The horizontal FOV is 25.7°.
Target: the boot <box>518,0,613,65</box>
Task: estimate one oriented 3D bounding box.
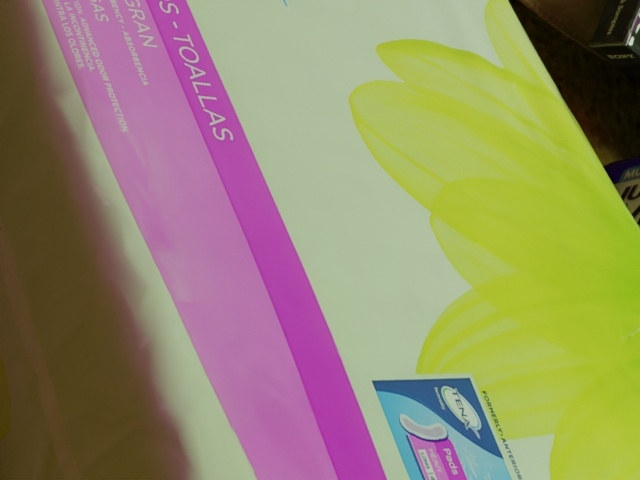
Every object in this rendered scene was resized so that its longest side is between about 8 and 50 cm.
[{"bbox_3d":[0.220,-0.166,0.747,0.269,0.089,0.236,31,62,-29],"label":"boot"}]

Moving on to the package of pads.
[{"bbox_3d":[0.000,0.000,0.450,0.229,0.101,0.297,2,52,-40],"label":"package of pads"}]

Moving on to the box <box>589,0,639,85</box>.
[{"bbox_3d":[0.209,-0.104,0.677,0.162,0.029,0.116,31,77,-32],"label":"box"}]

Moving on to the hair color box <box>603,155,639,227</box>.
[{"bbox_3d":[0.183,0.139,0.640,0.185,0.110,0.339,36,59,-28],"label":"hair color box"}]
